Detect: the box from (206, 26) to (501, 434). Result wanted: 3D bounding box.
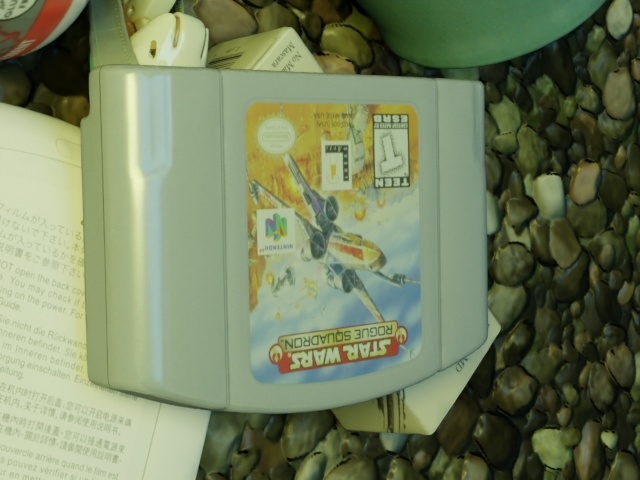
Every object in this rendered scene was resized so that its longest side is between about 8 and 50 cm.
[{"bbox_3d":[0.000,0.000,0.959,0.275,0.094,0.113,52,57,-25],"label":"box"}]

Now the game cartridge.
[{"bbox_3d":[-0.005,0.000,0.843,0.297,0.062,0.198,-5,90,-44],"label":"game cartridge"}]

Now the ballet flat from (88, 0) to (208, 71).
[{"bbox_3d":[-0.100,-0.129,0.841,0.072,0.068,0.213,20,44,-46],"label":"ballet flat"}]

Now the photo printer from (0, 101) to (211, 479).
[{"bbox_3d":[-0.179,0.082,0.797,0.256,0.107,0.308,22,74,-38],"label":"photo printer"}]

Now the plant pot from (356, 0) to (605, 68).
[{"bbox_3d":[0.082,-0.264,0.950,0.272,0.271,0.255,-51,134,-29],"label":"plant pot"}]

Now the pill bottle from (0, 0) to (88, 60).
[{"bbox_3d":[-0.288,-0.163,0.631,0.363,0.210,0.210,-18,99,-45],"label":"pill bottle"}]
